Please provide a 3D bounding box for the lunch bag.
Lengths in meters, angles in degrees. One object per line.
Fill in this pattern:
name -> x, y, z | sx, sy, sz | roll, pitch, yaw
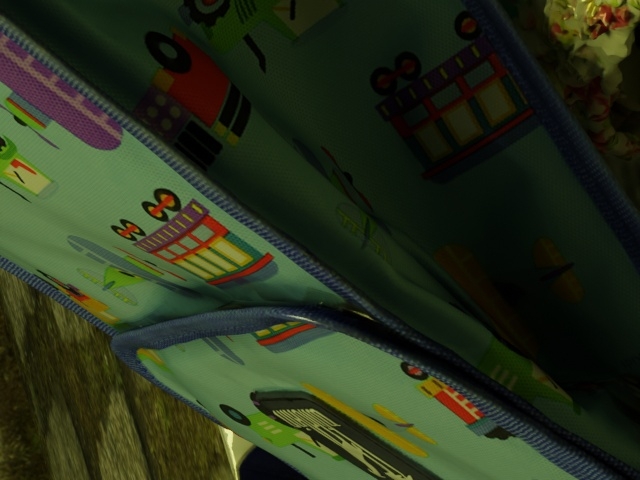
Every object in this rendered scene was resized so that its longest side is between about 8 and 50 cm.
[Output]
lunch bag -> 0.000, 0.000, 0.559 | 0.293, 0.138, 0.221 | 45, 158, -9

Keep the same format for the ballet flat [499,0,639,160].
ballet flat -> 0.104, -0.086, 0.454 | 0.077, 0.091, 0.241 | 42, 163, 5

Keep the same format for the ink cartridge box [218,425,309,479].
ink cartridge box -> -0.029, -0.015, 0.818 | 0.176, 0.069, 0.371 | 35, -144, -70
